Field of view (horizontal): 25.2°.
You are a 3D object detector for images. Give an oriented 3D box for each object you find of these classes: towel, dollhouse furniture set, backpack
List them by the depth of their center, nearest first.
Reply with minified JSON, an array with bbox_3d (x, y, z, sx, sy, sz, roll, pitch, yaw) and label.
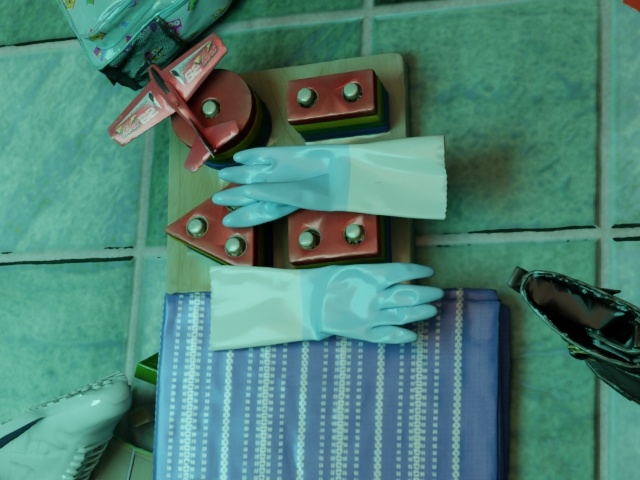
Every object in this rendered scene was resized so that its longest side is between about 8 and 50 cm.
[{"bbox_3d":[0.010,0.165,1.351,0.336,0.040,0.243,0,78,7],"label":"towel"},{"bbox_3d":[-0.182,0.193,1.473,0.076,0.058,0.151,18,103,18],"label":"dollhouse furniture set"},{"bbox_3d":[-0.191,-0.281,1.537,0.188,0.144,0.166,-34,61,8],"label":"backpack"}]

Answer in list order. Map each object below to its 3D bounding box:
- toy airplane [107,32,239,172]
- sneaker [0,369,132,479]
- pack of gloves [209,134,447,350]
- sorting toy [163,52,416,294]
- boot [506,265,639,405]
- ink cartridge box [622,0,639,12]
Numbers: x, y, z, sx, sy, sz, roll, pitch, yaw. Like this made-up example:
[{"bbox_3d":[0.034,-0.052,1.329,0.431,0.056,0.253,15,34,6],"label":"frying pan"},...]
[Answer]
[{"bbox_3d":[-0.135,-0.132,1.415,0.151,0.028,0.151,-7,71,23],"label":"toy airplane"},{"bbox_3d":[-0.252,0.202,1.438,0.235,0.090,0.095,-31,80,46],"label":"sneaker"},{"bbox_3d":[0.000,0.000,1.322,0.232,0.046,0.195,-3,78,17],"label":"pack of gloves"},{"bbox_3d":[-0.042,-0.063,1.428,0.255,0.089,0.257,-6,72,16],"label":"sorting toy"},{"bbox_3d":[0.290,0.110,1.184,0.263,0.229,0.091,26,87,26],"label":"boot"},{"bbox_3d":[0.389,-0.275,1.349,0.145,0.045,0.179,36,89,27],"label":"ink cartridge box"}]
